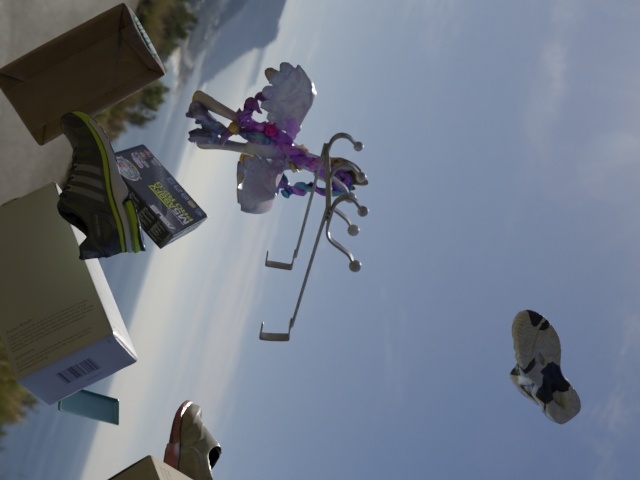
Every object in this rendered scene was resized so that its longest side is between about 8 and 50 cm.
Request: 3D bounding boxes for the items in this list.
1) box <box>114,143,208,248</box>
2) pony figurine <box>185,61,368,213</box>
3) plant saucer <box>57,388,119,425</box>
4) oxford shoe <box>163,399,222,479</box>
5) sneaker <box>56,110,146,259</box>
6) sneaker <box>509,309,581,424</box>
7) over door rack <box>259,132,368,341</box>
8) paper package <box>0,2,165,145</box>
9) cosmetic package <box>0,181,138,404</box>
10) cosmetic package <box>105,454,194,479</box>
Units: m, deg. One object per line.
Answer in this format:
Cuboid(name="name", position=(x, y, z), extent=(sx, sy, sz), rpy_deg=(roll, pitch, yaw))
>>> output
Cuboid(name="box", position=(-0.439, -0.119, 2.234), extent=(0.060, 0.270, 0.216), rpy_deg=(-42, 179, 22))
Cuboid(name="pony figurine", position=(-0.108, -0.205, 1.793), extent=(0.351, 0.363, 0.302), rpy_deg=(20, 93, -59))
Cuboid(name="plant saucer", position=(-0.542, 0.386, 2.010), extent=(0.018, 0.192, 0.067), rpy_deg=(-20, -120, 25))
Cuboid(name="oxford shoe", position=(-0.299, 0.496, 2.043), extent=(0.348, 0.130, 0.123), rpy_deg=(-95, -165, -70))
Cuboid(name="sneaker", position=(-0.407, -0.098, 1.498), extent=(0.300, 0.121, 0.111), rpy_deg=(63, -20, 22))
Cuboid(name="sneaker", position=(0.405, 0.231, 1.664), extent=(0.094, 0.235, 0.153), rpy_deg=(-35, -165, -11))
Cuboid(name="over door rack", position=(0.000, 0.000, 1.528), extent=(0.239, 0.108, 0.324), rpy_deg=(-90, -155, -56))
Cuboid(name="paper package", position=(-0.504, -0.352, 1.817), extent=(0.309, 0.168, 0.325), rpy_deg=(-32, -164, -7))
Cuboid(name="cosmetic package", position=(-0.513, 0.096, 1.635), extent=(0.155, 0.197, 0.365), rpy_deg=(74, -10, -61))
Cuboid(name="cosmetic package", position=(-0.150, 0.388, 1.021), extent=(0.160, 0.113, 0.309), rpy_deg=(59, 3, 35))
